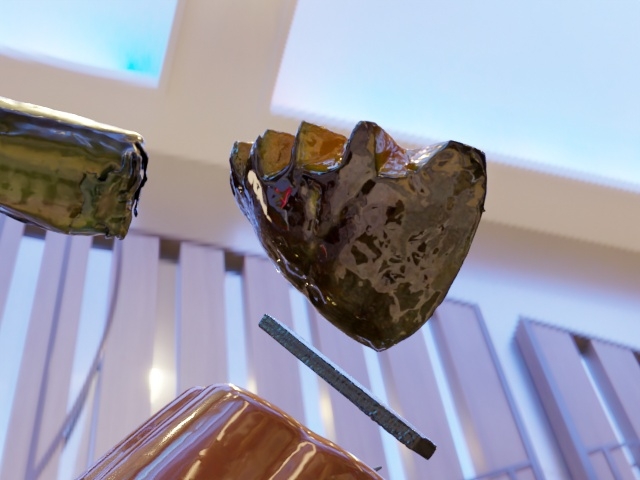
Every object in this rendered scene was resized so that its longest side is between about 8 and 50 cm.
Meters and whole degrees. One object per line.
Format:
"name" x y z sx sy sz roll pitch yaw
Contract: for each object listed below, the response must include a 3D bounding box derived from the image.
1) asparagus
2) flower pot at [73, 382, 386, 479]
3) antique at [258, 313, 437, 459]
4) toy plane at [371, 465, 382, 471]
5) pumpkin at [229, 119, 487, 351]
"asparagus" -0.349 -0.092 1.293 0.381 0.128 0.108 15 -63 -14
"flower pot" -0.045 0.159 0.552 0.190 0.190 0.173 46 -109 -23
"antique" 0.017 0.109 1.089 0.015 0.192 0.031 -55 -42 0
"toy plane" 0.009 0.329 1.557 0.226 0.226 0.058 4 -52 11
"pumpkin" 0.000 0.000 1.095 0.130 0.254 0.149 18 -107 -29
